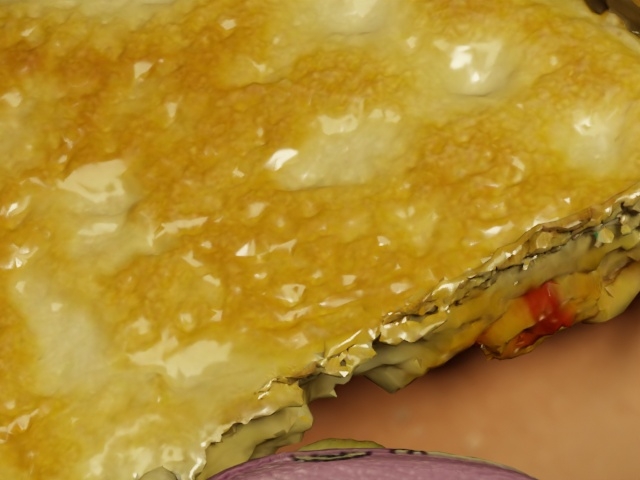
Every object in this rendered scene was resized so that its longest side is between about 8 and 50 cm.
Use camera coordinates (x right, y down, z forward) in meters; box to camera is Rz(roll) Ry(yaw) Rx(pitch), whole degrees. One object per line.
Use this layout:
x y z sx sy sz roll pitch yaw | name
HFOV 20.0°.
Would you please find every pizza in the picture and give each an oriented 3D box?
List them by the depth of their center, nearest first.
0.000 0.000 0.505 0.251 0.074 0.287 4 60 16 | pizza

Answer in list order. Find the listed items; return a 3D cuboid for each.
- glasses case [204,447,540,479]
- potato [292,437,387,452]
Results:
0.009 0.205 0.410 0.123 0.076 0.316 3 89 -9 | glasses case
-0.011 0.109 0.490 0.103 0.066 0.096 -27 34 -1 | potato
